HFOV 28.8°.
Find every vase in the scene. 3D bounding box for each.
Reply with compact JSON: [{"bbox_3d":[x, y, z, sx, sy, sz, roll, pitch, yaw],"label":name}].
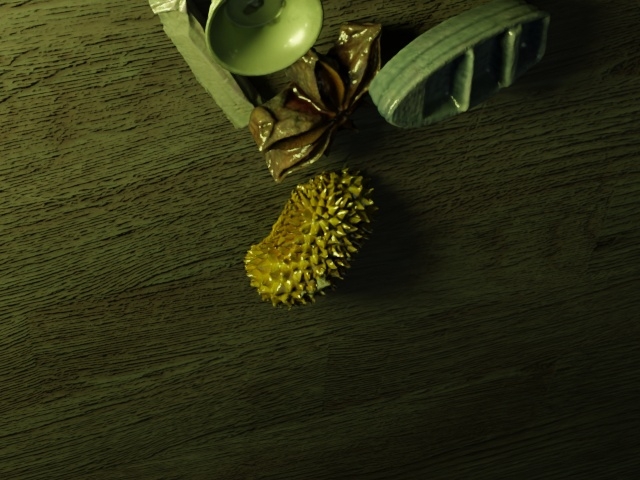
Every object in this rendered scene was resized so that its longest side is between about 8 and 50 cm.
[{"bbox_3d":[-0.100,-0.315,1.282,0.173,0.321,0.173,-14,142,-11],"label":"vase"}]

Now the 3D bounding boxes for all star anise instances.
[{"bbox_3d":[-0.013,-0.190,1.656,0.220,0.099,0.214,-37,149,-16],"label":"star anise"}]

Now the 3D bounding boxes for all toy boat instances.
[{"bbox_3d":[0.185,-0.233,1.666,0.283,0.078,0.127,-29,147,-23],"label":"toy boat"}]

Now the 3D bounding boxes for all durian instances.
[{"bbox_3d":[-0.002,0.006,1.880,0.183,0.138,0.250,16,123,-28],"label":"durian"}]

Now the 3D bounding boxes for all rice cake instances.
[{"bbox_3d":[-0.138,-0.231,1.588,0.055,0.049,0.270,-11,146,21],"label":"rice cake"}]
